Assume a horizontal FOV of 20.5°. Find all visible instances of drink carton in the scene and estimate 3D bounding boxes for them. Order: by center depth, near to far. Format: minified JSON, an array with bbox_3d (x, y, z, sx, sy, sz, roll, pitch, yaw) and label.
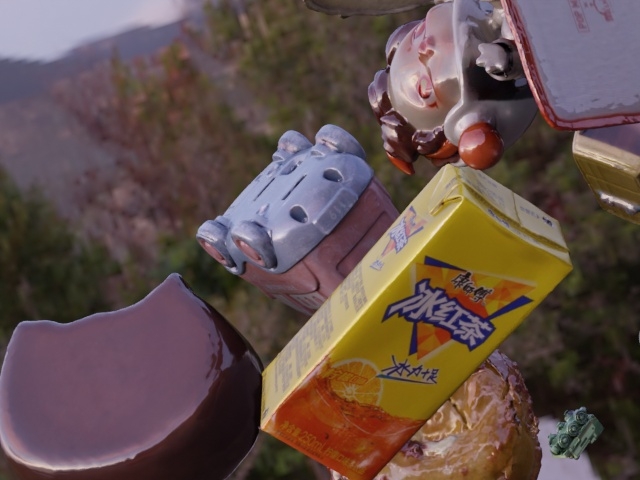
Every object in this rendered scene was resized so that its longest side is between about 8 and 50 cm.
[{"bbox_3d":[0.094,0.089,1.886,0.351,0.154,0.111,-49,22,24],"label":"drink carton"}]

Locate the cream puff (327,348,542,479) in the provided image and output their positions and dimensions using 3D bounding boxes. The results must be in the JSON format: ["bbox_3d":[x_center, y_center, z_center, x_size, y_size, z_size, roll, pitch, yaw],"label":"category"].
[{"bbox_3d":[0.163,0.298,2.612,0.350,0.350,0.228,-18,-25,2],"label":"cream puff"}]

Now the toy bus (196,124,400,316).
[{"bbox_3d":[0.000,0.000,2.291,0.197,0.232,0.294,-50,16,-17],"label":"toy bus"}]

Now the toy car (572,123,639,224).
[{"bbox_3d":[0.331,-0.075,1.770,0.101,0.124,0.256,24,-11,28],"label":"toy car"}]

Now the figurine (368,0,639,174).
[{"bbox_3d":[0.116,-0.131,1.302,0.160,0.183,0.226,-9,-12,-40],"label":"figurine"}]

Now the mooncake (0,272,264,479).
[{"bbox_3d":[-0.247,0.201,2.234,0.326,0.174,0.334,-43,51,-8],"label":"mooncake"}]

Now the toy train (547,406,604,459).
[{"bbox_3d":[0.345,0.267,2.407,0.083,0.053,0.033,-50,20,-26],"label":"toy train"}]

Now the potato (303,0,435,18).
[{"bbox_3d":[0.055,-0.381,1.880,0.246,0.196,0.300,-42,-29,27],"label":"potato"}]
